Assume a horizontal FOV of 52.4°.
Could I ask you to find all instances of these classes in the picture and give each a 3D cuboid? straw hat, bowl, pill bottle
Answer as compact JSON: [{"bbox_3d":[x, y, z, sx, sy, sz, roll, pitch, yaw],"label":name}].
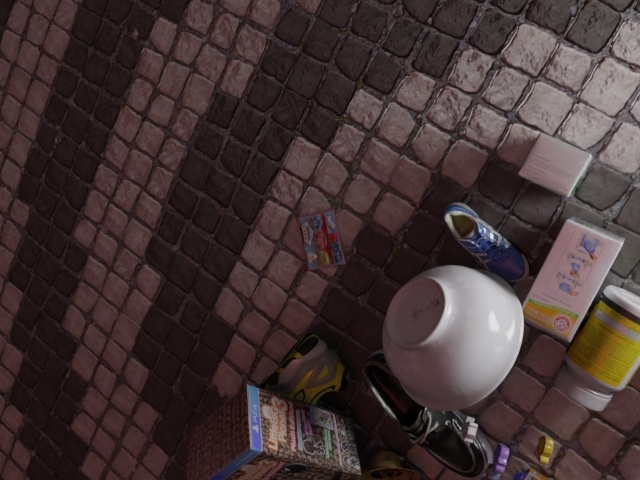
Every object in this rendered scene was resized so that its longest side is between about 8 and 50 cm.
[{"bbox_3d":[0.143,0.494,1.419,0.145,0.144,0.061,-26,45,26],"label":"straw hat"},{"bbox_3d":[0.218,0.161,1.232,0.298,0.134,0.297,-31,42,33],"label":"bowl"},{"bbox_3d":[0.521,0.197,1.180,0.119,0.119,0.208,32,107,21],"label":"pill bottle"}]

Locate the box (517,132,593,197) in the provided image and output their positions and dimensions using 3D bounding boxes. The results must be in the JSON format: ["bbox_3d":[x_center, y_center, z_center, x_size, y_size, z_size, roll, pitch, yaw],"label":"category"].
[{"bbox_3d":[0.436,-0.139,1.204,0.102,0.101,0.087,29,106,20],"label":"box"}]

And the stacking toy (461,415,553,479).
[{"bbox_3d":[0.339,0.463,1.267,0.167,0.052,0.221,16,97,2],"label":"stacking toy"}]

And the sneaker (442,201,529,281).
[{"bbox_3d":[0.319,0.008,1.285,0.211,0.081,0.080,41,109,16],"label":"sneaker"}]

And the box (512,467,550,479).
[{"bbox_3d":[0.444,0.519,1.296,0.136,0.028,0.081,34,108,23],"label":"box"}]

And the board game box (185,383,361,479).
[{"bbox_3d":[-0.102,0.456,1.388,0.232,0.291,0.141,-43,37,30],"label":"board game box"}]

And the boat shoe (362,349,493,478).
[{"bbox_3d":[0.206,0.371,1.349,0.335,0.119,0.121,42,110,18],"label":"boat shoe"}]

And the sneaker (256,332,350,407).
[{"bbox_3d":[-0.086,0.382,1.486,0.147,0.145,0.384,40,120,-2],"label":"sneaker"}]

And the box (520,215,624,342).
[{"bbox_3d":[0.462,0.069,1.200,0.103,0.114,0.203,28,106,22],"label":"box"}]

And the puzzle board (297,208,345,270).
[{"bbox_3d":[0.000,0.000,1.480,0.096,0.011,0.128,-12,88,26],"label":"puzzle board"}]
